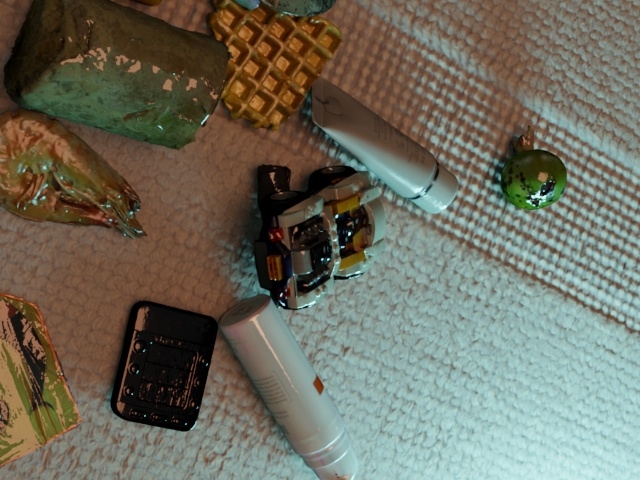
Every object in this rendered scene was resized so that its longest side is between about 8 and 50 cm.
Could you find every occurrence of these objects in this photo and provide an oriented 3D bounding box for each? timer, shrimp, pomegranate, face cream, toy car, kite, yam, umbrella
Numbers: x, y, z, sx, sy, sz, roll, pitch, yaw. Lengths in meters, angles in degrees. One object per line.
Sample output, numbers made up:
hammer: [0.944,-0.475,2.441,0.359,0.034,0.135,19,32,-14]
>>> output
timer: [-0.248,0.197,1.881,0.144,0.055,0.187,17,81,-30]
shrimp: [-0.379,-0.079,1.791,0.294,0.062,0.154,35,90,-23]
pomegranate: [0.380,-0.128,2.162,0.122,0.122,0.162,3,66,-28]
face cream: [0.103,-0.158,2.013,0.314,0.089,0.143,37,33,-28]
toy car: [0.001,0.000,1.915,0.301,0.118,0.193,-31,119,-56]
kite: [-0.526,0.228,1.756,0.377,0.013,0.328,23,83,-28]
yam: [-0.295,-0.249,1.743,0.300,0.195,0.195,15,86,-27]
umbrella: [-0.074,-0.007,1.951,0.066,0.059,0.236,-2,93,-43]
face cream: [-0.042,0.254,1.964,0.102,0.102,0.346,-37,110,-21]

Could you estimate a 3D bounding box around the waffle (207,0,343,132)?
waffle: [-0.103,-0.308,1.919,0.219,0.057,0.229,39,76,-23]

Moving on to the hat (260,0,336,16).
hat: [-0.040,-0.478,1.845,0.265,0.128,0.266,22,55,-35]

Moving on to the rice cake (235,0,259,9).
rice cake: [-0.208,-0.455,1.828,0.290,0.051,0.081,31,63,-13]

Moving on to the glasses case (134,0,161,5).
glasses case: [-0.334,-0.421,1.784,0.234,0.064,0.079,22,81,-27]
